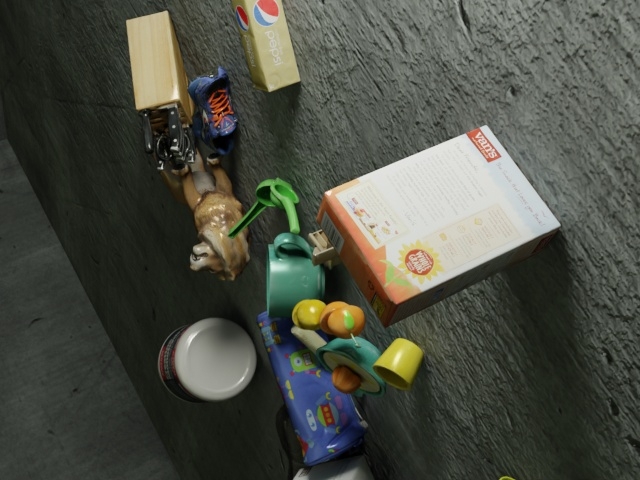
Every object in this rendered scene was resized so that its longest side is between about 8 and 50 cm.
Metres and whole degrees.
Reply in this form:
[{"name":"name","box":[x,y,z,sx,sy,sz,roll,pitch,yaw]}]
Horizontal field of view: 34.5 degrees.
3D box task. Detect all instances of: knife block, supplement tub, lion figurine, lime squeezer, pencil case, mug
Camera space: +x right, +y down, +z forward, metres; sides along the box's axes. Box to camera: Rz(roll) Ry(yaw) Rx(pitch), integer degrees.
[{"name":"knife block","box":[-0.306,-0.280,1.967,0.242,0.088,0.275,-95,-8,-70]},{"name":"supplement tub","box":[-0.274,0.286,2.422,0.191,0.191,0.272,67,157,1]},{"name":"lion figurine","box":[-0.249,-0.097,2.123,0.392,0.142,0.240,-121,12,-54]},{"name":"lime squeezer","box":[-0.088,-0.061,1.797,0.059,0.110,0.310,45,162,-18]},{"name":"pencil case","box":[-0.013,0.257,1.888,0.119,0.133,0.306,49,-159,-82]},{"name":"mug","box":[-0.042,0.067,1.789,0.158,0.097,0.129,111,159,-74]}]

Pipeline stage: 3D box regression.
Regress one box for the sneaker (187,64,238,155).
[{"name":"sneaker","box":[-0.187,-0.239,1.900,0.087,0.083,0.221,49,161,22]}]

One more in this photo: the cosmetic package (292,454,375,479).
[{"name":"cosmetic package","box":[0.058,0.618,1.886,0.156,0.217,0.385,-16,105,25]}]

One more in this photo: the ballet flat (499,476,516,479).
[{"name":"ballet flat","box":[0.307,0.384,1.394,0.231,0.077,0.077,-159,67,-62]}]

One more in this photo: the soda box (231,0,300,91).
[{"name":"soda box","box":[-0.089,-0.327,1.603,0.058,0.061,0.181,24,132,58]}]

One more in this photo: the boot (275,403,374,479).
[{"name":"boot","box":[0.027,0.489,2.062,0.223,0.118,0.338,15,130,55]}]

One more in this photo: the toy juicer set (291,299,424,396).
[{"name":"toy juicer set","box":[0.024,0.191,1.707,0.209,0.089,0.329,37,158,-5]}]

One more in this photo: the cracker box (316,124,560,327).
[{"name":"cracker box","box":[0.134,-0.020,1.178,0.156,0.232,0.067,58,157,21]}]

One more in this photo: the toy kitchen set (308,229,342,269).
[{"name":"toy kitchen set","box":[0.000,0.000,1.706,0.075,0.068,0.083,53,153,31]}]
